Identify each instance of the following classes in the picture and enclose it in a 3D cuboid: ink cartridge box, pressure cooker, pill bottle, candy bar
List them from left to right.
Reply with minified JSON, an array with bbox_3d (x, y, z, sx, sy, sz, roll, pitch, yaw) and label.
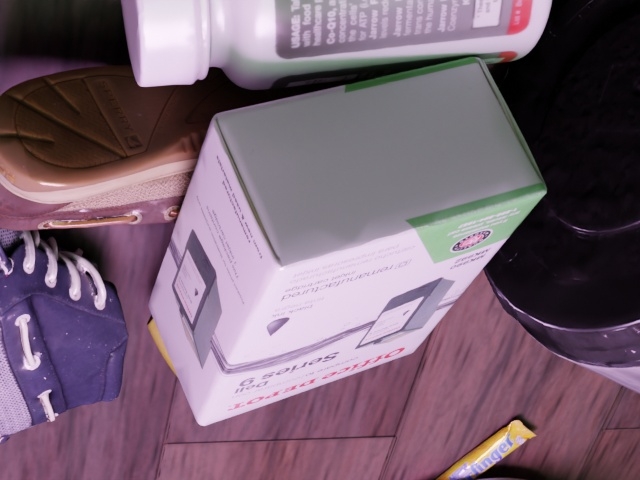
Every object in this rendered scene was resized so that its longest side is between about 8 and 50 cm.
[{"bbox_3d":[0.005,-0.192,0.925,0.283,0.161,0.161,-8,131,-12],"label":"pill bottle"},{"bbox_3d":[0.006,0.009,0.979,0.211,0.122,0.289,-16,158,-23],"label":"ink cartridge box"},{"bbox_3d":[0.167,0.251,1.453,0.161,0.018,0.040,-41,129,17],"label":"candy bar"},{"bbox_3d":[0.377,-0.011,1.059,0.420,0.375,0.370,24,115,-32],"label":"pressure cooker"}]

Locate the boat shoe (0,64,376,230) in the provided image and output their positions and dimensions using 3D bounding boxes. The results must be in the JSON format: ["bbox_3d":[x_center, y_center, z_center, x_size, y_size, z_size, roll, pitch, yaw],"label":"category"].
[{"bbox_3d":[-0.099,-0.068,1.008,0.342,0.123,0.123,-15,155,-35],"label":"boat shoe"}]

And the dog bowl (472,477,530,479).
[{"bbox_3d":[0.163,0.402,1.509,0.348,0.102,0.349,-10,135,-10],"label":"dog bowl"}]

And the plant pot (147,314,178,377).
[{"bbox_3d":[-0.094,0.071,1.155,0.095,0.134,0.134,35,115,-8],"label":"plant pot"}]

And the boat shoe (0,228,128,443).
[{"bbox_3d":[-0.247,0.020,1.071,0.158,0.127,0.341,-16,136,-22],"label":"boat shoe"}]
